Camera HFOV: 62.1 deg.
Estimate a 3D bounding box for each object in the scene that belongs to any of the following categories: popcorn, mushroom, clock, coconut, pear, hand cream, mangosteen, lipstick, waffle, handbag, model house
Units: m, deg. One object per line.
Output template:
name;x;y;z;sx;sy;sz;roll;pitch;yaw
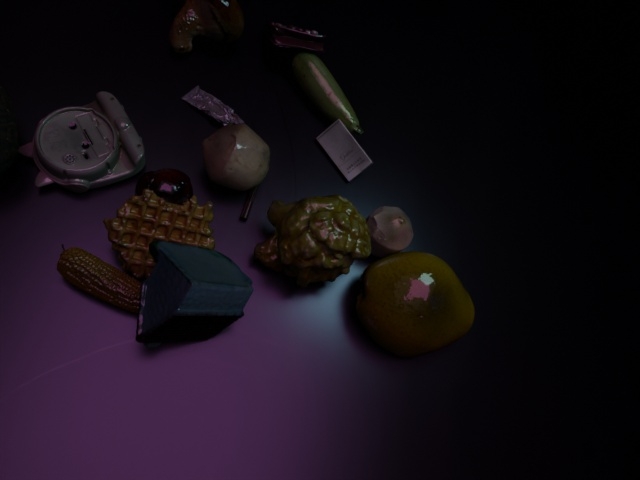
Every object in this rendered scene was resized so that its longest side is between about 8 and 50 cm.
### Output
popcorn;-0.008;0.000;1.616;0.335;0.279;0.274;-7;92;-33
mushroom;-0.385;-0.771;1.793;0.267;0.267;0.254;12;67;-13
clock;-0.710;-0.278;1.579;0.324;0.108;0.265;-29;82;-24
coconut;0.217;-0.032;1.743;0.171;0.183;0.171;7;67;-16
pear;0.317;0.202;1.646;0.386;0.191;0.340;13;84;-17
hand cream;-0.343;-0.430;1.790;0.257;0.050;0.084;38;67;2
mangosteen;-0.462;-0.125;1.583;0.166;0.166;0.180;-9;97;-21
lipstick;-0.224;-0.144;1.732;0.027;0.027;0.176;21;64;-10
waffle;-0.450;-0.020;1.519;0.301;0.058;0.281;-12;116;-23
handbag;-0.090;-0.731;1.906;0.203;0.074;0.216;6;24;-15
model house;-0.364;0.171;1.464;0.230;0.248;0.280;39;15;34
coconut;-0.269;-0.267;1.669;0.224;0.224;0.224;6;69;-16

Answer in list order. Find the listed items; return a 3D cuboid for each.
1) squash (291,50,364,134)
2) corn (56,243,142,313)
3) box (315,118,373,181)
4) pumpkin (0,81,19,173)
squash;0.023;-0.516;1.903;0.118;0.118;0.370;-36;90;-26
corn;-0.594;0.118;1.476;0.310;0.101;0.101;33;64;-9
box;0.084;-0.315;1.857;0.109;0.029;0.198;-38;84;17
pumpkin;-0.955;-0.312;1.419;0.257;0.291;0.327;-5;81;-41
